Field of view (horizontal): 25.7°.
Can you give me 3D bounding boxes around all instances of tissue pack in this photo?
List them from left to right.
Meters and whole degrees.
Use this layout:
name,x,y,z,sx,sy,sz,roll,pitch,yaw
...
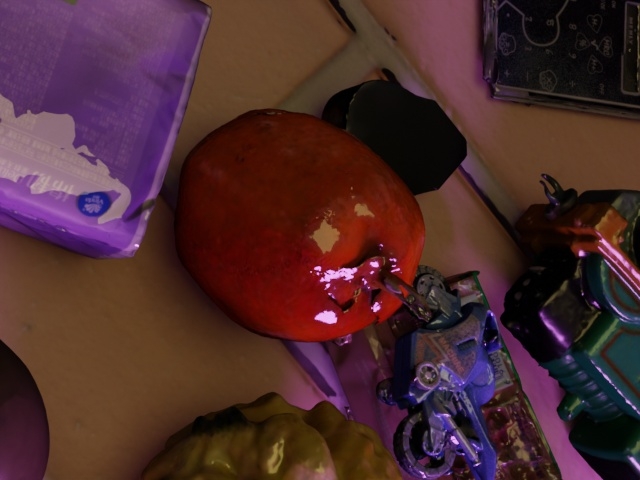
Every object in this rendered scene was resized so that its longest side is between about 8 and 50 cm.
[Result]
name,x,y,z,sx,sy,sz,roll,pitch,yaw
tissue pack,-0.286,-0.147,1.206,0.338,0.160,0.242,23,76,-23

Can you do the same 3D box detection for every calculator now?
name,x,y,z,sx,sy,sz,roll,pitch,yaw
calculator,0.297,-0.225,1.579,0.274,0.028,0.166,4,82,-26

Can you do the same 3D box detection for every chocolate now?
name,x,y,z,sx,sy,sz,roll,pitch,yaw
chocolate,0.063,-0.090,1.420,0.148,0.080,0.125,19,87,-31

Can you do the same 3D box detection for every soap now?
name,x,y,z,sx,sy,sz,roll,pitch,yaw
soap,0.127,0.171,1.378,0.218,0.098,0.273,-17,79,-29

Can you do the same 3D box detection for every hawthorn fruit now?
name,x,y,z,sx,sy,sz,roll,pitch,yaw
hawthorn fruit,0.000,0.000,1.265,0.211,0.299,0.211,-19,120,-35

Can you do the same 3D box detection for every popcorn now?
name,x,y,z,sx,sy,sz,roll,pitch,yaw
popcorn,-0.053,0.273,1.238,0.286,0.252,0.215,-35,145,0

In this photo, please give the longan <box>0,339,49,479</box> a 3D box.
name,x,y,z,sx,sy,sz,roll,pitch,yaw
longan,-0.327,0.157,1.131,0.220,0.196,0.197,3,82,-32

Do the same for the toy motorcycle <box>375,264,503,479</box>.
name,x,y,z,sx,sy,sz,roll,pitch,yaw
toy motorcycle,0.118,0.125,1.296,0.114,0.076,0.205,13,66,-24

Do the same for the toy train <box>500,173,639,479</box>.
name,x,y,z,sx,sy,sz,roll,pitch,yaw
toy train,0.341,0.117,1.488,0.429,0.178,0.249,46,77,-15
